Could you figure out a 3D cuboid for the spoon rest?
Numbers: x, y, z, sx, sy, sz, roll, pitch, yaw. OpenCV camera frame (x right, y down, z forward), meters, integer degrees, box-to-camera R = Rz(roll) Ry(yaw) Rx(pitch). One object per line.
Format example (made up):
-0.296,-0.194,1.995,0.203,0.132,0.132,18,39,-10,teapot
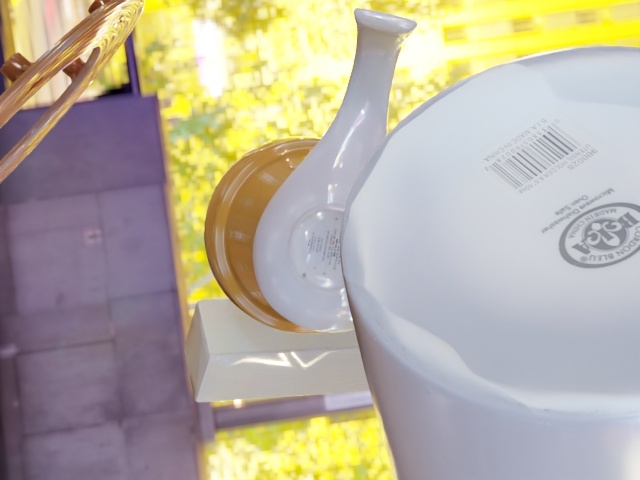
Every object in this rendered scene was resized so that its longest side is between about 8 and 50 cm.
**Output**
0.026,-0.057,1.131,0.084,0.137,0.276,-61,165,-85,spoon rest

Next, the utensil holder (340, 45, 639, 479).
0.196,0.109,0.907,0.385,0.327,0.328,74,4,-47,utensil holder

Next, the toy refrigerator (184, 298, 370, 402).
-0.025,0.127,1.625,0.102,0.269,0.094,110,-29,-47,toy refrigerator

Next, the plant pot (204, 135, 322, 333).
0.000,0.000,1.301,0.188,0.205,0.205,-161,-118,-75,plant pot

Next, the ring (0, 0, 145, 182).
-0.276,-0.096,1.130,0.032,0.336,0.336,42,1,-6,ring
